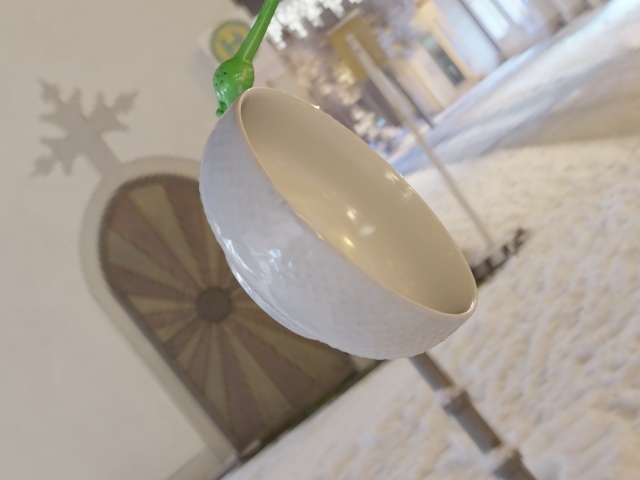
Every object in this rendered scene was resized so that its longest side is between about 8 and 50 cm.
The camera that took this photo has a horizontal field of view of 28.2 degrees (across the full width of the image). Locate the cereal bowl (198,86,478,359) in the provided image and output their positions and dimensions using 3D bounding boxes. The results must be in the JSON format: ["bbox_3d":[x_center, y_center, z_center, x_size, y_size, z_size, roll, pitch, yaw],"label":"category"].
[{"bbox_3d":[0.000,0.000,1.352,0.141,0.339,0.339,-45,1,20],"label":"cereal bowl"}]

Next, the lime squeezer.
[{"bbox_3d":[-0.075,-0.156,1.490,0.059,0.310,0.110,13,29,38],"label":"lime squeezer"}]
